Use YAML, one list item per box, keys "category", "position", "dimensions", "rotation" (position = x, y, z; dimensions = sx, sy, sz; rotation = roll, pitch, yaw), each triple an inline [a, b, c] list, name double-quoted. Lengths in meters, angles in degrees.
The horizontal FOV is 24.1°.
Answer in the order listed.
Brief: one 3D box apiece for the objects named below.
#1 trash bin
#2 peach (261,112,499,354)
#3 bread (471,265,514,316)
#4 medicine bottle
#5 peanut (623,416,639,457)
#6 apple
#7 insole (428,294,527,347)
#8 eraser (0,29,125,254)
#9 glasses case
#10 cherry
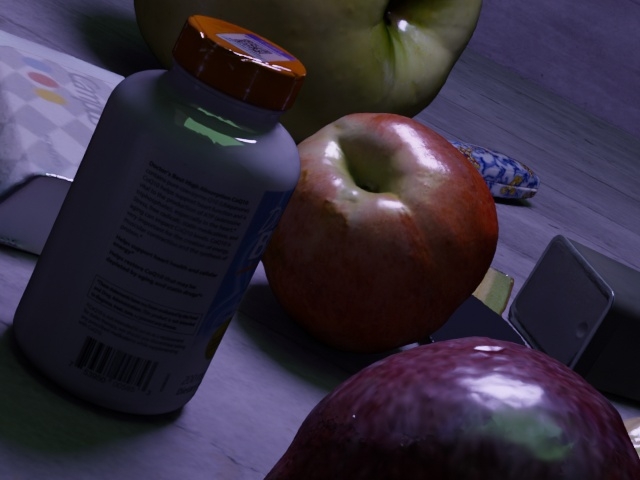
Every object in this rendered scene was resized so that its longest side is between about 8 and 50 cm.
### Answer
- category: "trash bin"
  position: [0.371, 0.112, 1.762]
  dimensions: [0.240, 0.122, 0.164]
  rotation: [21, 18, -25]
- category: "peach"
  position: [0.052, 0.006, 1.465]
  dimensions: [0.232, 0.257, 0.232]
  rotation: [-3, 51, 4]
- category: "bread"
  position: [0.165, 0.078, 1.731]
  dimensions: [0.074, 0.084, 0.139]
  rotation: [26, -14, -1]
- category: "medicine bottle"
  position: [-0.114, -0.023, 1.146]
  dimensions: [0.157, 0.289, 0.157]
  rotation: [24, 17, -8]
- category: "peanut"
  position: [0.344, 0.233, 1.359]
  dimensions: [0.290, 0.130, 0.130]
  rotation: [20, 18, -27]
- category: "apple"
  position: [-0.022, -0.351, 2.003]
  dimensions: [0.473, 0.474, 0.473]
  rotation: [24, 17, -8]
- category: "insole"
  position: [0.194, 0.145, 1.528]
  dimensions: [0.119, 0.009, 0.348]
  rotation: [0, 34, -32]
- category: "eraser"
  position: [-0.261, -0.096, 1.494]
  dimensions: [0.213, 0.082, 0.397]
  rotation: [19, 19, -27]
- category: "glasses case"
  position: [0.242, -0.107, 2.284]
  dimensions: [0.248, 0.065, 0.087]
  rotation: [9, 27, -48]
- category: "cherry"
  position: [0.104, 0.175, 1.060]
  dimensions: [0.300, 0.203, 0.230]
  rotation: [5, 26, -19]
